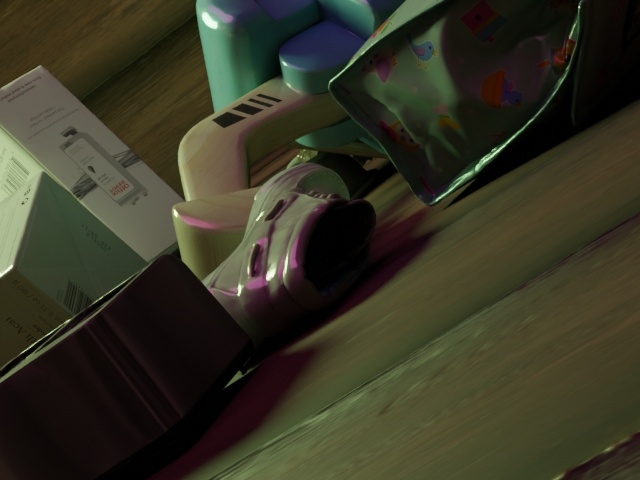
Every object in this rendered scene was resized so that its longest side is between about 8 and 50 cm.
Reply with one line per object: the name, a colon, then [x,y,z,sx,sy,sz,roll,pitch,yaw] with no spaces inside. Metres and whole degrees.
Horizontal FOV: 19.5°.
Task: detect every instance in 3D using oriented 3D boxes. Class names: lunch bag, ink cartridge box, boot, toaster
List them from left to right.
ink cartridge box: [-0.293,-0.030,2.186,0.117,0.283,0.207,-38,-14,-40]
toaster: [-0.159,0.113,1.319,0.168,0.110,0.185,-35,6,26]
boot: [0.000,0.000,1.465,0.123,0.095,0.258,-26,19,32]
lunch bag: [0.171,-0.174,1.440,0.223,0.160,0.262,-41,2,-44]

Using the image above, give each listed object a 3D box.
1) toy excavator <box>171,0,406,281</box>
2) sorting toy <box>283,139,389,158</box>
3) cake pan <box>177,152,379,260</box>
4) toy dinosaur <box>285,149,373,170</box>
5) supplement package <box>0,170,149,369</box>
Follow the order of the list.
toy excavator: [-0.030,-0.146,1.822,0.445,0.222,0.433,-30,43,-23]
sorting toy: [0.021,-0.125,2.016,0.208,0.038,0.193,2,14,9]
cake pan: [-0.068,-0.008,2.032,0.293,0.054,0.293,-36,5,4]
toy dinosaur: [0.067,-0.179,2.288,0.313,0.121,0.160,-40,19,2]
supplement package: [-0.348,0.102,1.979,0.293,0.177,0.175,-34,28,26]
